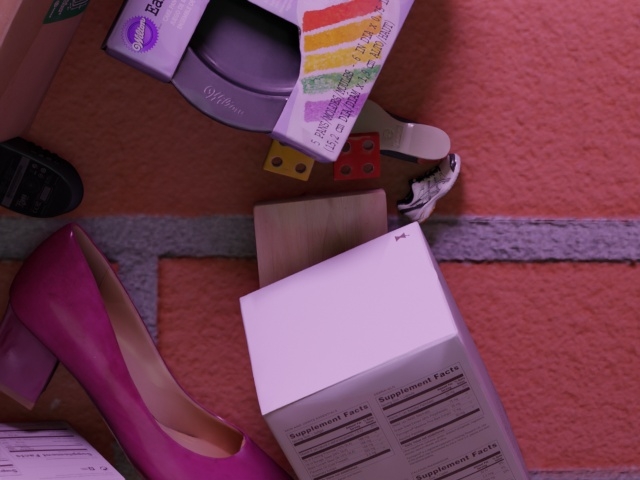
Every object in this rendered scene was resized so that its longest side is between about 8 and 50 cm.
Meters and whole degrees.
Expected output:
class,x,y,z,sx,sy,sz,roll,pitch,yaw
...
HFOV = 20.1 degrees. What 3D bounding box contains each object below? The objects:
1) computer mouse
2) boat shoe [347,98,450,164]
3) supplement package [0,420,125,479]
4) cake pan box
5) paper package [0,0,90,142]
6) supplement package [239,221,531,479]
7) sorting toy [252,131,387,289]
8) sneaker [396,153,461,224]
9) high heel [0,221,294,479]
class,x,y,z,sx,sy,sz,roll,pitch,yaw
computer mouse,-0.342,-0.093,1.768,0.242,0.041,0.071,28,119,-9
boat shoe,0.062,-0.109,1.803,0.137,0.043,0.049,16,87,-11
supplement package,-0.336,0.329,1.800,0.204,0.145,0.262,1,109,-35
cake pan box,-0.045,-0.232,1.701,0.246,0.070,0.267,28,87,-8
paper package,-0.345,-0.280,1.570,0.309,0.168,0.325,31,112,5
supplement package,0.070,0.166,1.772,0.198,0.199,0.263,-23,123,5
sorting toy,0.000,0.000,1.820,0.132,0.046,0.274,-7,118,-5
sneaker,0.109,-0.056,1.830,0.037,0.032,0.083,32,100,-15
high heel,-0.147,0.143,1.810,0.377,0.127,0.181,29,108,-13
